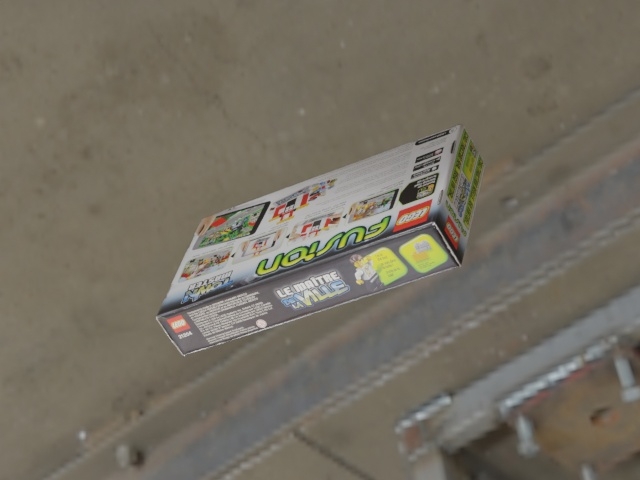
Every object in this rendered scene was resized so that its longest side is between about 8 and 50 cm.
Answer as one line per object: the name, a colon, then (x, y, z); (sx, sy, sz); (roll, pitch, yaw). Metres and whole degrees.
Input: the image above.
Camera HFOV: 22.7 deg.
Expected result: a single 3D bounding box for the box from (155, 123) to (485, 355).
box: (0.000, 0.000, 1.028); (0.207, 0.114, 0.036); (-19, 119, 27)
